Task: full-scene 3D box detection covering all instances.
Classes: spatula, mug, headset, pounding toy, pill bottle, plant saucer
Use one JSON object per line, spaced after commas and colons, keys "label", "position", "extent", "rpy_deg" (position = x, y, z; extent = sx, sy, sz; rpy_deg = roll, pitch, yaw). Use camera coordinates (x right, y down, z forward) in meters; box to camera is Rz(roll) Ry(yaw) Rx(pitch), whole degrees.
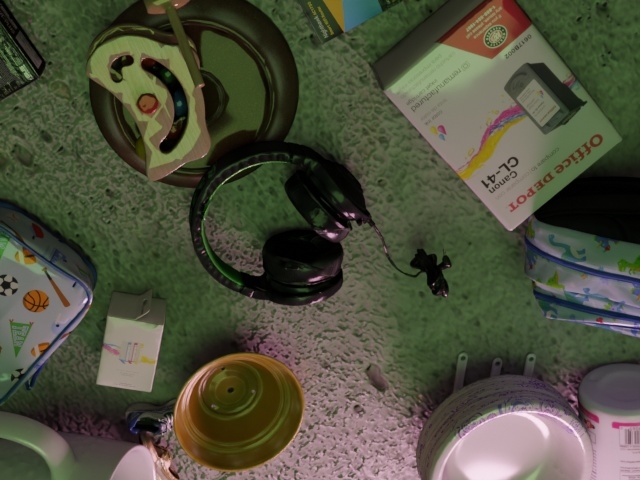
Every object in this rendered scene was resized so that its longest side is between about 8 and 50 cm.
{"label": "spatula", "position": [0.289, 0.302, 1.920], "extent": [0.168, 0.019, 0.242], "rpy_deg": [3, 114, -6]}
{"label": "mug", "position": [-0.466, 0.401, 1.726], "extent": [0.328, 0.276, 0.374], "rpy_deg": [7, 132, 12]}
{"label": "headset", "position": [0.000, 0.000, 1.658], "extent": [0.394, 0.185, 0.243], "rpy_deg": [14, 113, -19]}
{"label": "pounding toy", "position": [-0.237, -0.208, 1.502], "extent": [0.154, 0.155, 0.270], "rpy_deg": [-9, 115, -6]}
{"label": "pill bottle", "position": [0.528, 0.369, 1.897], "extent": [0.160, 0.160, 0.283], "rpy_deg": [-9, 115, -2]}
{"label": "plant saucer", "position": [-0.185, -0.213, 1.619], "extent": [0.310, 0.050, 0.311], "rpy_deg": [-2, 115, -4]}

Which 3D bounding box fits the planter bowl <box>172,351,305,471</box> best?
{"label": "planter bowl", "position": [-0.140, 0.263, 1.810], "extent": [0.217, 0.090, 0.217], "rpy_deg": [-5, 112, -14]}

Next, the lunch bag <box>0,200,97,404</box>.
{"label": "lunch bag", "position": [-0.504, 0.110, 1.699], "extent": [0.243, 0.115, 0.303], "rpy_deg": [39, 105, -23]}

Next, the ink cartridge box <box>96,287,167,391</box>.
{"label": "ink cartridge box", "position": [-0.298, 0.152, 1.749], "extent": [0.089, 0.092, 0.143], "rpy_deg": [10, 112, -9]}

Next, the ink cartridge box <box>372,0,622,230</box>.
{"label": "ink cartridge box", "position": [0.259, -0.203, 1.624], "extent": [0.226, 0.131, 0.306], "rpy_deg": [-40, 111, 12]}

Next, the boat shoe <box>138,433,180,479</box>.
{"label": "boat shoe", "position": [-0.274, 0.371, 1.874], "extent": [0.045, 0.050, 0.135], "rpy_deg": [-20, 133, -8]}

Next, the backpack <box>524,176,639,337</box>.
{"label": "backpack", "position": [0.479, 0.019, 1.651], "extent": [0.355, 0.290, 0.273], "rpy_deg": [20, 127, 19]}

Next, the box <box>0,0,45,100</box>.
{"label": "box", "position": [-0.498, -0.275, 1.539], "extent": [0.147, 0.077, 0.180], "rpy_deg": [-29, 114, 7]}

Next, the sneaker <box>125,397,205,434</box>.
{"label": "sneaker", "position": [-0.259, 0.301, 1.840], "extent": [0.135, 0.058, 0.052], "rpy_deg": [-8, 115, -3]}

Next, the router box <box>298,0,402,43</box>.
{"label": "router box", "position": [0.017, -0.389, 1.558], "extent": [0.133, 0.046, 0.179], "rpy_deg": [-28, 114, 7]}

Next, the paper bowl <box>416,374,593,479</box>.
{"label": "paper bowl", "position": [0.301, 0.354, 1.856], "extent": [0.284, 0.148, 0.284], "rpy_deg": [-4, 114, -10]}
